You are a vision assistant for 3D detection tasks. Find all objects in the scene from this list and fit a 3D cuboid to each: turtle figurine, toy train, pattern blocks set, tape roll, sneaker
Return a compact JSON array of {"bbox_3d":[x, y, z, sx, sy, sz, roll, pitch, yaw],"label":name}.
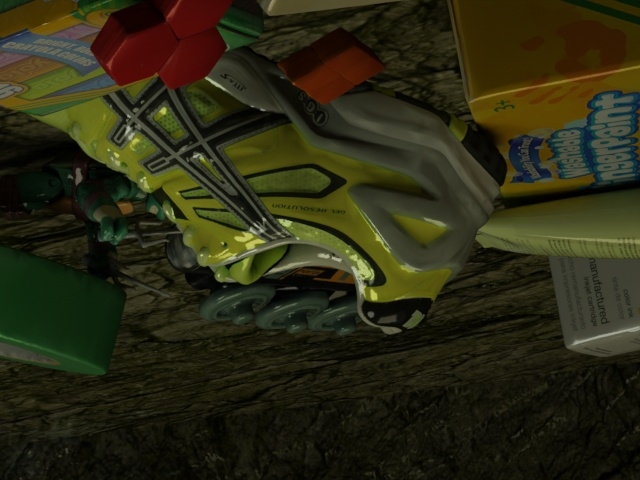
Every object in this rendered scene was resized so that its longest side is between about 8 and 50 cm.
[{"bbox_3d":[-0.201,-0.027,1.689,0.234,0.118,0.175,4,160,2],"label":"turtle figurine"},{"bbox_3d":[0.000,0.000,1.921,0.190,0.142,0.334,-28,159,30],"label":"toy train"},{"bbox_3d":[0.046,-0.188,1.066,0.325,0.026,0.285,-5,138,-48],"label":"pattern blocks set"},{"bbox_3d":[-0.333,0.044,1.731,0.321,0.077,0.321,14,172,2],"label":"tape roll"},{"bbox_3d":[-0.077,-0.058,1.320,0.384,0.147,0.145,19,172,19],"label":"sneaker"}]

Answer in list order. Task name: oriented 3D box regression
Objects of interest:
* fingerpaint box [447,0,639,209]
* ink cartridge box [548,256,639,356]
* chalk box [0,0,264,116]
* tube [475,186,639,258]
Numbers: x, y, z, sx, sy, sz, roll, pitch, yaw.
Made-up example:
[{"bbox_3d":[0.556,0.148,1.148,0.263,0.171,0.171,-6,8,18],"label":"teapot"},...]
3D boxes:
[{"bbox_3d":[0.292,-0.142,1.417,0.371,0.163,0.445,-10,167,7],"label":"fingerpaint box"},{"bbox_3d":[0.366,-0.016,1.928,0.278,0.201,0.117,-15,166,25],"label":"ink cartridge box"},{"bbox_3d":[-0.121,-0.167,1.098,0.213,0.132,0.132,-18,165,29],"label":"chalk box"},{"bbox_3d":[0.225,-0.013,1.454,0.240,0.062,0.070,-5,126,18],"label":"tube"}]
